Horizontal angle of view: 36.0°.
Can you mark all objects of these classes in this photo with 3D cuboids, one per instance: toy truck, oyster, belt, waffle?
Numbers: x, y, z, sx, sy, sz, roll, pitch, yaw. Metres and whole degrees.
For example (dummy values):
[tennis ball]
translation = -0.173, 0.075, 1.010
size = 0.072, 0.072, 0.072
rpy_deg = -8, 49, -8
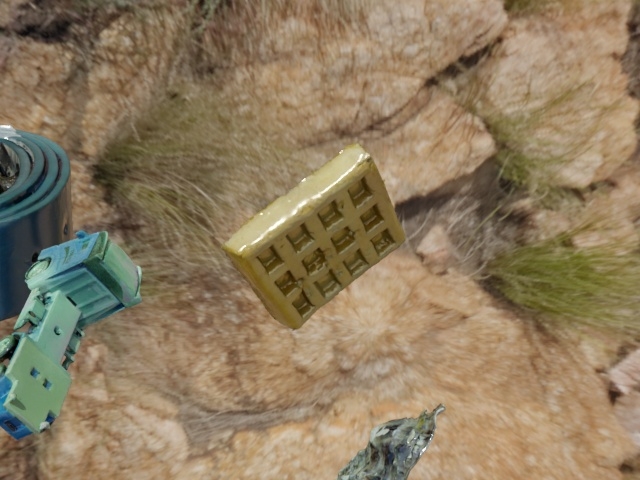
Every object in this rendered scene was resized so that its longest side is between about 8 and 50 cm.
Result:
[toy truck]
translation = -0.193, 0.067, 0.749
size = 0.081, 0.175, 0.067
rpy_deg = -23, 123, 24
[oyster]
translation = 0.072, 0.279, 1.173
size = 0.087, 0.252, 0.199
rpy_deg = 29, 77, -7
[belt]
translation = -0.505, -0.037, 1.396
size = 0.300, 0.436, 0.173
rpy_deg = -2, 110, -13
[waffle]
translation = 0.000, 0.000, 1.442
size = 0.248, 0.221, 0.055
rpy_deg = -38, 53, -6
